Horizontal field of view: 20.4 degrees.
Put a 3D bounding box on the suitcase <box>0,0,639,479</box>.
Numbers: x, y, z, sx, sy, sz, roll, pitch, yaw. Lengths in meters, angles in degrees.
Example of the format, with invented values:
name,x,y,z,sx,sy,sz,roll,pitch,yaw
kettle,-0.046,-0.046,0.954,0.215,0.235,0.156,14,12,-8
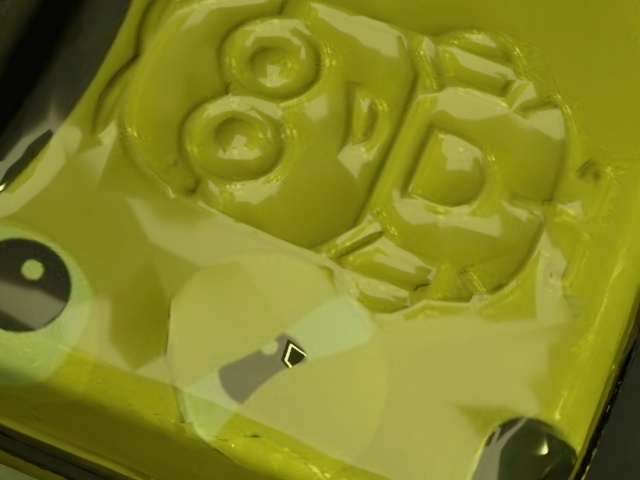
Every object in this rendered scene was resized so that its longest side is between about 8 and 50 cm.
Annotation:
name,x,y,z,sx,sy,sz,roll,pitch,yaw
suitcase,0.000,0.000,0.519,0.235,0.143,0.194,22,66,6
